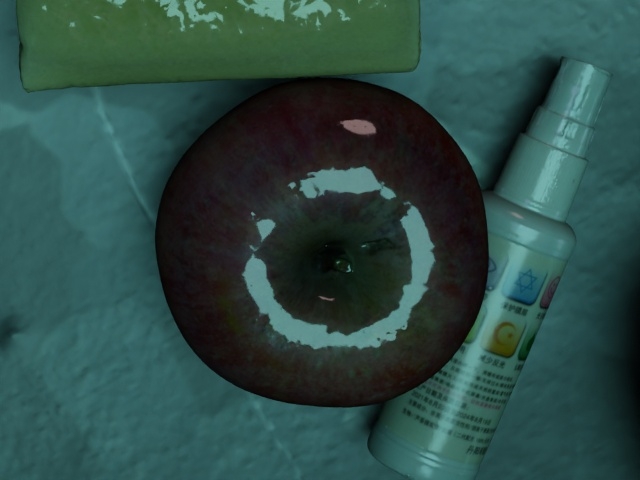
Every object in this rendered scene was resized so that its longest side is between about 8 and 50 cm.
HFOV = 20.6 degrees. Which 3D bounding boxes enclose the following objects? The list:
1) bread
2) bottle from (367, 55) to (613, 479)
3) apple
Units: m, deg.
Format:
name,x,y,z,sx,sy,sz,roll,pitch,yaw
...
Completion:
name,x,y,z,sx,sy,sz,roll,pitch,yaw
bread,-0.045,-0.136,0.766,0.178,0.060,0.140,-1,105,1
bottle,0.089,0.015,0.856,0.060,0.060,0.217,21,99,-13
apple,0.000,0.000,0.807,0.153,0.120,0.153,0,102,-2
